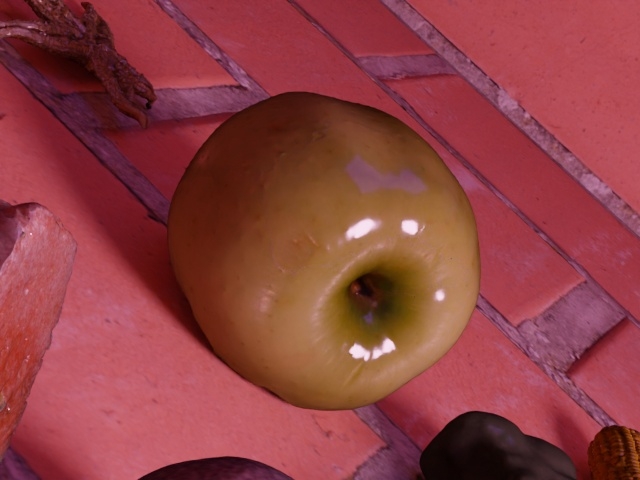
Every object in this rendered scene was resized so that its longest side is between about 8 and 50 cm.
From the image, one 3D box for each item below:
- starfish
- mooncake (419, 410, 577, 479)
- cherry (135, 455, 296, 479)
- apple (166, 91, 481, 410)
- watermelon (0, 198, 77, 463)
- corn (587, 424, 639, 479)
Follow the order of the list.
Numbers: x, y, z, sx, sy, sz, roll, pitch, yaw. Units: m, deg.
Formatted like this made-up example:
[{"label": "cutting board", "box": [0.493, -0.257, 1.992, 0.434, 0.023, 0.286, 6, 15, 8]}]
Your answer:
[{"label": "starfish", "box": [-0.254, -0.211, 1.630, 0.231, 0.048, 0.295, 30, 20, -28]}, {"label": "mooncake", "box": [0.154, 0.221, 1.354, 0.168, 0.104, 0.175, 7, 34, -49]}, {"label": "cherry", "box": [-0.062, 0.198, 0.918, 0.176, 0.140, 0.176, 26, 36, -21]}, {"label": "apple", "box": [0.000, 0.000, 1.371, 0.279, 0.279, 0.279, 36, 19, -14]}, {"label": "watermelon", "box": [-0.250, 0.016, 0.882, 0.318, 0.226, 0.148, 63, 0, 25]}, {"label": "corn", "box": [0.309, 0.253, 1.633, 0.068, 0.068, 0.207, 36, 22, -13]}]
